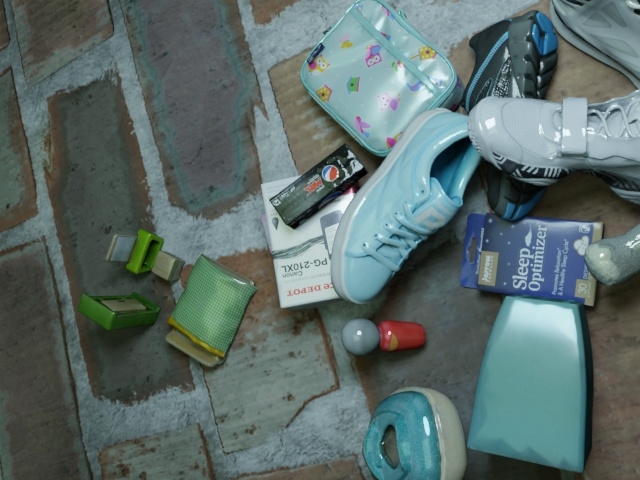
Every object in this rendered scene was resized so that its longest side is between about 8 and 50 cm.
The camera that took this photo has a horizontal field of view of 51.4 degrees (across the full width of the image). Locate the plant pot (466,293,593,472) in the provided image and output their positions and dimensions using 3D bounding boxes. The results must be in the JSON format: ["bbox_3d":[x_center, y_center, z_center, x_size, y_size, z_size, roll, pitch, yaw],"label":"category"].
[{"bbox_3d":[0.337,0.205,1.033,0.166,0.165,0.234,5,89,26],"label":"plant pot"}]

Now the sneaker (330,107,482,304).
[{"bbox_3d":[0.143,-0.050,1.073,0.365,0.135,0.150,-63,28,2],"label":"sneaker"}]

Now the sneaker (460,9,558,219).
[{"bbox_3d":[0.312,-0.203,1.119,0.140,0.125,0.340,3,85,47],"label":"sneaker"}]

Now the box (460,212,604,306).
[{"bbox_3d":[0.347,0.027,1.115,0.225,0.036,0.136,6,89,27],"label":"box"}]

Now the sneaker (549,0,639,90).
[{"bbox_3d":[0.503,-0.289,0.935,0.447,0.257,0.169,40,103,22],"label":"sneaker"}]

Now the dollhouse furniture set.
[{"bbox_3d":[-0.314,0.116,1.366,0.302,0.151,0.197,25,97,25],"label":"dollhouse furniture set"}]

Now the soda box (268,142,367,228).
[{"bbox_3d":[-0.003,-0.094,1.164,0.169,0.053,0.060,-37,77,5],"label":"soda box"}]

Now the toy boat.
[{"bbox_3d":[0.122,0.282,1.116,0.267,0.148,0.318,121,146,-58],"label":"toy boat"}]

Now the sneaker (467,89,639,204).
[{"bbox_3d":[0.405,-0.167,0.925,0.366,0.210,0.137,13,63,-7],"label":"sneaker"}]

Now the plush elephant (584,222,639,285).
[{"bbox_3d":[0.580,0.027,0.859,0.330,0.255,0.272,-43,95,7],"label":"plush elephant"}]

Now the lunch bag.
[{"bbox_3d":[0.109,-0.299,1.211,0.224,0.108,0.279,-47,69,16],"label":"lunch bag"}]

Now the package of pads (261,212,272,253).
[{"bbox_3d":[-0.087,-0.014,1.320,0.032,0.050,0.083,-21,77,25],"label":"package of pads"}]

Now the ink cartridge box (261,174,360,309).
[{"bbox_3d":[0.000,0.000,1.230,0.172,0.100,0.237,-11,81,10],"label":"ink cartridge box"}]
